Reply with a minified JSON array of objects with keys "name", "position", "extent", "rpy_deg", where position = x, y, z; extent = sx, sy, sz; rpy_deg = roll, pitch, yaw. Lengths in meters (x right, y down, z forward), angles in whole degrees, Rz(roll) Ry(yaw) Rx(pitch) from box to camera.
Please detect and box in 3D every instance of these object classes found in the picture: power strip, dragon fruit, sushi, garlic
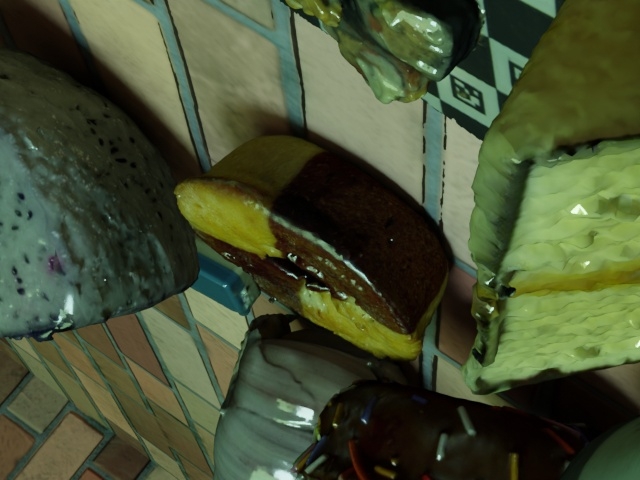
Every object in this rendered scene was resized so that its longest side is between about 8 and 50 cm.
[{"name":"power strip","position":[-0.107,0.019,1.270],"extent":[0.123,0.032,0.056],"rpy_deg":[27,160,31]},{"name":"dragon fruit","position":[-0.232,-0.037,1.118],"extent":[0.283,0.204,0.221],"rpy_deg":[-12,100,36]},{"name":"sushi","position":[0.021,-0.109,0.656],"extent":[0.193,0.040,0.210],"rpy_deg":[37,163,18]},{"name":"garlic","position":[0.015,0.149,1.230],"extent":[0.257,0.207,0.207],"rpy_deg":[7,-173,-40]}]

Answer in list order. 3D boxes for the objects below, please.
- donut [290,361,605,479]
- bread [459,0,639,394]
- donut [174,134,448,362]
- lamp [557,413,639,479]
[{"name":"donut","position":[0.105,0.149,0.969],"extent":[0.230,0.095,0.216],"rpy_deg":[18,173,-25]},{"name":"bread","position":[0.132,-0.018,0.590],"extent":[0.266,0.178,0.141],"rpy_deg":[87,161,-64]},{"name":"donut","position":[0.000,0.000,0.941],"extent":[0.184,0.073,0.166],"rpy_deg":[26,159,31]},{"name":"lamp","position":[0.200,0.131,0.754],"extent":[0.182,0.182,0.313],"rpy_deg":[27,142,32]}]
